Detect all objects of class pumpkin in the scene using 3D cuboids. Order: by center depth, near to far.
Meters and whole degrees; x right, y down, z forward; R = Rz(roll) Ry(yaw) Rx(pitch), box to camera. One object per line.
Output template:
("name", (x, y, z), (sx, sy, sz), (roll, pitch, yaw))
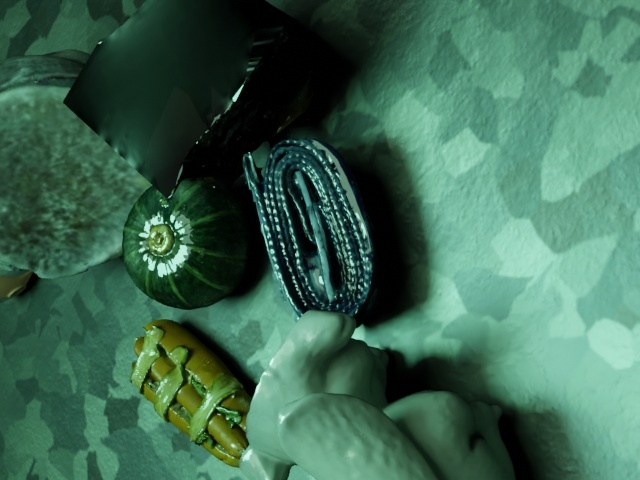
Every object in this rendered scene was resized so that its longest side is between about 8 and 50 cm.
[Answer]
("pumpkin", (-0.162, 0.002, 1.527), (0.167, 0.125, 0.167), (-9, 75, 38))

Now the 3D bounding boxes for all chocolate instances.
("chocolate", (-0.360, -0.127, 1.646), (0.303, 0.303, 0.213), (-57, 31, 24))

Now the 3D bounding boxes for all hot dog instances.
("hot dog", (-0.153, 0.191, 1.542), (0.269, 0.072, 0.109), (37, 114, 40))

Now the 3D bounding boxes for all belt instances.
("belt", (0.000, 0.000, 1.387), (0.122, 0.128, 0.218), (-16, 74, 2))

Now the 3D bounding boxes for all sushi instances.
("sushi", (-0.123, -0.180, 1.451), (0.215, 0.212, 0.227), (41, 103, 28))

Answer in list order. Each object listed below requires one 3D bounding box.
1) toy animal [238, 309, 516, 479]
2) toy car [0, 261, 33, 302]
("toy animal", (0.068, 0.218, 1.254), (0.265, 0.271, 0.206), (32, 81, 17))
("toy car", (-0.486, -0.051, 1.809), (0.212, 0.180, 0.270), (-27, 68, 28))
